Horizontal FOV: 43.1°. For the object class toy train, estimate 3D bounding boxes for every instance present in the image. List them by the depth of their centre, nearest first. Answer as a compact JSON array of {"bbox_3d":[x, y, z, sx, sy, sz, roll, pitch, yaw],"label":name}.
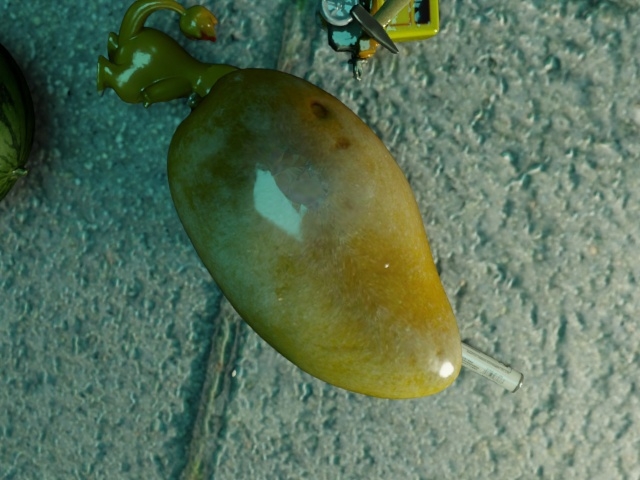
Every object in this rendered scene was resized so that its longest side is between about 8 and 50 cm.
[{"bbox_3d":[0.055,-0.277,0.830,0.127,0.089,0.220,-4,97,-3],"label":"toy train"}]

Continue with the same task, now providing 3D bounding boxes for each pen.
[{"bbox_3d":[0.132,0.113,0.908,0.204,0.025,0.025,28,101,3],"label":"pen"}]

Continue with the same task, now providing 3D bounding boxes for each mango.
[{"bbox_3d":[0.000,0.000,0.817,0.221,0.199,0.384,-41,93,-6],"label":"mango"}]

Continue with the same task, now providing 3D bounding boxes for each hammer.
[{"bbox_3d":[0.115,-0.271,0.795,0.062,0.013,0.199,44,85,-15],"label":"hammer"}]

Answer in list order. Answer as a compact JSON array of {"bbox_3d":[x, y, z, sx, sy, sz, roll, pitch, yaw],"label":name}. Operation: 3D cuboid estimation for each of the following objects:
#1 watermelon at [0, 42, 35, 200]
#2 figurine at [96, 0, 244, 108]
[{"bbox_3d":[-0.421,-0.124,0.839,0.242,0.242,0.243,1,99,7],"label":"watermelon"},{"bbox_3d":[-0.138,-0.189,0.855,0.176,0.121,0.122,20,126,-19],"label":"figurine"}]
